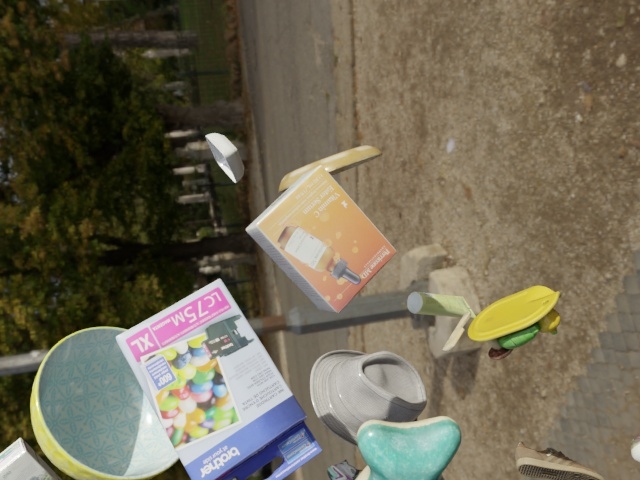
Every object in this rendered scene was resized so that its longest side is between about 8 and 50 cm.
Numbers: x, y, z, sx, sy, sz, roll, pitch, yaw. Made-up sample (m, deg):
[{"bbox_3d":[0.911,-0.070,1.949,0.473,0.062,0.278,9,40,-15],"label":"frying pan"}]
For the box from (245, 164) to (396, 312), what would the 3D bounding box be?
[{"bbox_3d":[0.000,0.000,0.852,0.170,0.130,0.091,47,165,-10],"label":"box"}]

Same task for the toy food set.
[{"bbox_3d":[0.341,0.158,1.046,0.218,0.128,0.071,-30,100,40],"label":"toy food set"}]

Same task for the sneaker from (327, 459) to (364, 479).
[{"bbox_3d":[0.065,0.497,1.205,0.098,0.069,0.038,54,153,33],"label":"sneaker"}]

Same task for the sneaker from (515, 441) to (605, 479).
[{"bbox_3d":[0.518,0.482,1.265,0.071,0.188,0.066,-72,-5,-53],"label":"sneaker"}]

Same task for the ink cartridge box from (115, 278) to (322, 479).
[{"bbox_3d":[-0.153,0.232,0.883,0.311,0.186,0.065,55,163,16],"label":"ink cartridge box"}]

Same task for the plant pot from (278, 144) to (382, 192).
[{"bbox_3d":[0.017,-0.156,1.246,0.236,0.236,0.032,-179,70,-79],"label":"plant pot"}]

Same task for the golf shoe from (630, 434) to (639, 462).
[{"bbox_3d":[0.466,0.277,0.704,0.186,0.067,0.086,-17,54,53],"label":"golf shoe"}]

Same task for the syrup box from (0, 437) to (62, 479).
[{"bbox_3d":[-0.778,0.662,1.594,0.096,0.093,0.237,9,134,56],"label":"syrup box"}]

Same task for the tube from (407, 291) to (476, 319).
[{"bbox_3d":[0.355,0.190,1.691,0.062,0.240,0.070,-8,77,53],"label":"tube"}]

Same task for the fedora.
[{"bbox_3d":[0.126,0.326,1.279,0.124,0.275,0.243,-50,23,36],"label":"fedora"}]

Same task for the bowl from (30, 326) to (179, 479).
[{"bbox_3d":[-0.389,0.316,1.050,0.156,0.289,0.289,-44,44,31],"label":"bowl"}]

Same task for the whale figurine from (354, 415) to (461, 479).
[{"bbox_3d":[0.087,0.310,0.600,0.141,0.216,0.272,-102,14,-64],"label":"whale figurine"}]

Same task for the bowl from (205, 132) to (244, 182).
[{"bbox_3d":[-0.292,-0.265,1.830,0.142,0.053,0.142,45,163,33],"label":"bowl"}]
